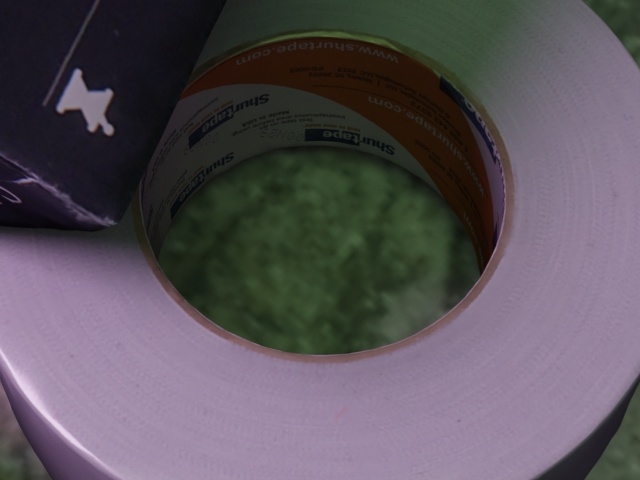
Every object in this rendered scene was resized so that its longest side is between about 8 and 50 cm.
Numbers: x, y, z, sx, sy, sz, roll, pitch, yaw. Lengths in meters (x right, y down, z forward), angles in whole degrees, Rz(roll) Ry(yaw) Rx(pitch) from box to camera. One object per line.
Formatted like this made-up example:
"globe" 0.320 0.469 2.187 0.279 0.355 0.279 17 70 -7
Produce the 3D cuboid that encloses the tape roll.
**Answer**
"tape roll" 0.000 0.000 0.564 0.219 0.072 0.219 1 63 -2

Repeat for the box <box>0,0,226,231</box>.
"box" -0.142 -0.222 0.458 0.312 0.179 0.343 33 74 -30
